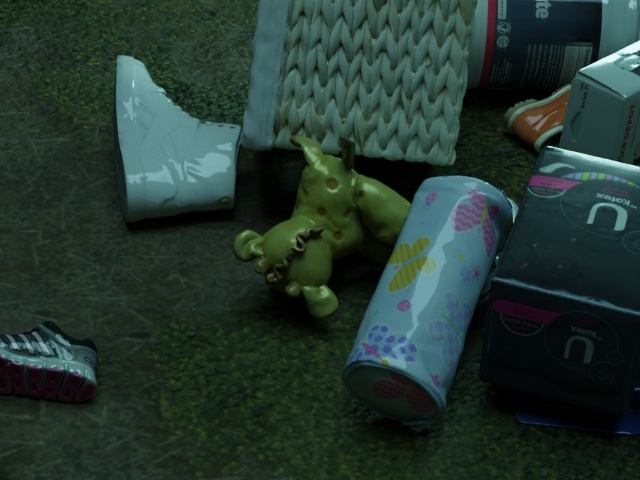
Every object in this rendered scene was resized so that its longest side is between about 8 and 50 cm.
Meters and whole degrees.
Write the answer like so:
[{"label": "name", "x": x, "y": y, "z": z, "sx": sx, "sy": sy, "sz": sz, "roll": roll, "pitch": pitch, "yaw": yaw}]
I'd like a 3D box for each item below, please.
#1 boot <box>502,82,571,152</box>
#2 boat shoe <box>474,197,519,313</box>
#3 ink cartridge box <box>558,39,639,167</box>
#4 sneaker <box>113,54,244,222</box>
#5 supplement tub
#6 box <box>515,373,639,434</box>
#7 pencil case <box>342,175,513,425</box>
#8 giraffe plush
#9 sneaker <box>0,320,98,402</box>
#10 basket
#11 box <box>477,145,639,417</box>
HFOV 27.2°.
[{"label": "boot", "x": 0.343, "y": -0.169, "z": 1.851, "sx": 0.158, "sy": 0.059, "sz": 0.084, "roll": -23, "pitch": 47, "yaw": -19}, {"label": "boat shoe", "x": 0.204, "y": -0.003, "z": 1.594, "sx": 0.083, "sy": 0.076, "sz": 0.226, "roll": 11, "pitch": 37, "yaw": 10}, {"label": "ink cartridge box", "x": 0.426, "y": -0.180, "z": 1.789, "sx": 0.208, "sy": 0.153, "sz": 0.087, "roll": -28, "pitch": 48, "yaw": -34}, {"label": "sneaker", "x": -0.185, "y": -0.136, "z": 1.730, "sx": 0.169, "sy": 0.108, "sz": 0.292, "roll": -4, "pitch": 47, "yaw": -12}, {"label": "supplement tub", "x": 0.331, "y": -0.311, "z": 1.923, "sx": 0.272, "sy": 0.191, "sz": 0.191, "roll": 2, "pitch": 36, "yaw": -2}, {"label": "box", "x": 0.286, "y": 0.121, "z": 1.469, "sx": 0.136, "sy": 0.036, "sz": 0.225, "roll": 6, "pitch": 38, "yaw": 4}, {"label": "pencil case", "x": 0.118, "y": 0.060, "z": 1.409, "sx": 0.113, "sy": 0.124, "sz": 0.273, "roll": -1, "pitch": 49, "yaw": 36}, {"label": "giraffe plush", "x": 0.000, "y": 0.000, "z": 1.520, "sx": 0.181, "sy": 0.210, "sz": 0.170, "roll": 25, "pitch": 70, "yaw": 30}, {"label": "sneaker", "x": -0.312, "y": 0.120, "z": 1.401, "sx": 0.170, "sy": 0.063, "sz": 0.075, "roll": 11, "pitch": 37, "yaw": 2}, {"label": "basket", "x": 0.053, "y": -0.284, "z": 1.686, "sx": 0.266, "sy": 0.331, "sz": 0.328, "roll": 6, "pitch": 13, "yaw": 0}, {"label": "box", "x": 0.283, "y": 0.037, "z": 1.430, "sx": 0.165, "sy": 0.143, "sz": 0.270, "roll": 13, "pitch": 38, "yaw": 13}]
